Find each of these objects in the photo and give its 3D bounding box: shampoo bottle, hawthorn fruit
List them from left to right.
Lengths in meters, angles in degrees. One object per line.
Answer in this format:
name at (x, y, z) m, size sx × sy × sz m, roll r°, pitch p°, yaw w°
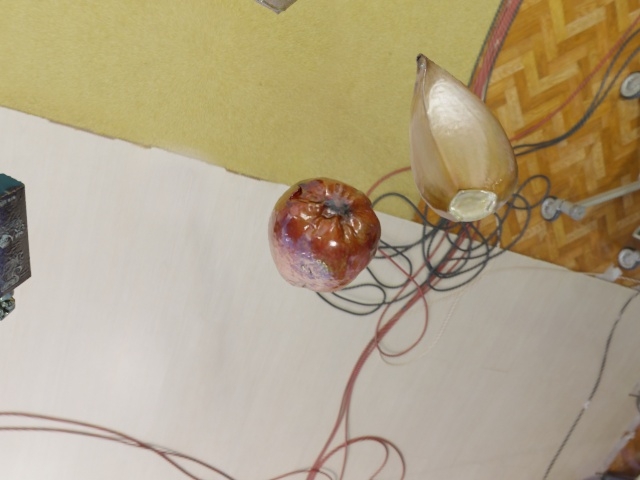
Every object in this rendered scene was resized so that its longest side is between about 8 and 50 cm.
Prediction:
shampoo bottle at (-0.609, 0.026, 0.839) m, size 0.071 × 0.098 × 0.309 m, roll 24°, pitch 126°, yaw -1°
hawthorn fruit at (0.007, -0.007, 0.674) m, size 0.173 × 0.173 × 0.179 m, roll -24°, pitch 137°, yaw -3°

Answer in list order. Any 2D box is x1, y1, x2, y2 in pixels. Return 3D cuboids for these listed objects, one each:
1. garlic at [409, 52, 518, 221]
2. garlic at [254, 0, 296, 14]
garlic at (0.165, -0.116, 0.565) m, size 0.128 × 0.115 × 0.206 m, roll -10°, pitch 74°, yaw -30°
garlic at (-0.051, -0.580, 0.858) m, size 0.143 × 0.112 × 0.318 m, roll 3°, pitch 152°, yaw -23°
